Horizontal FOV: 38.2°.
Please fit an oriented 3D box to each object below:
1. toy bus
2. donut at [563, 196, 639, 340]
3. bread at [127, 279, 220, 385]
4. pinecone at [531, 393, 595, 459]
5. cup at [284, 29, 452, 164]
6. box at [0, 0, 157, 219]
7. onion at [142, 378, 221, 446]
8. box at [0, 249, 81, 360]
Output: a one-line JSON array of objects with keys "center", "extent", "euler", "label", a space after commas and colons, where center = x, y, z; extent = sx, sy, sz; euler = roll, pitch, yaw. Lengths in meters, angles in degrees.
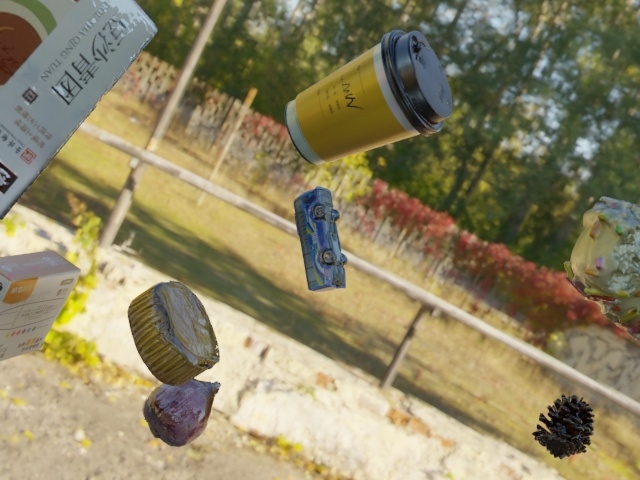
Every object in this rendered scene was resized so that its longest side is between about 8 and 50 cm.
[{"center": [0.000, 0.000, 1.362], "extent": [0.061, 0.153, 0.051], "euler": [-17, -14, 26], "label": "toy bus"}, {"center": [0.536, 0.091, 1.407], "extent": [0.371, 0.150, 0.307], "euler": [37, 2, 5], "label": "donut"}, {"center": [-0.287, 0.181, 1.779], "extent": [0.199, 0.104, 0.199], "euler": [50, 18, -24], "label": "bread"}, {"center": [0.415, 0.314, 1.551], "extent": [0.102, 0.109, 0.102], "euler": [40, -23, 21], "label": "pinecone"}, {"center": [0.085, -0.242, 1.644], "extent": [0.196, 0.279, 0.196], "euler": [41, 38, -41], "label": "cup"}, {"center": [-0.448, -0.280, 1.138], "extent": [0.122, 0.344, 0.385], "euler": [13, -28, 47], "label": "box"}, {"center": [-0.309, 0.377, 2.114], "extent": [0.159, 0.195, 0.159], "euler": [41, -26, 26], "label": "onion"}, {"center": [-0.629, 0.137, 1.872], "extent": [0.091, 0.221, 0.274], "euler": [32, 13, 12], "label": "box"}]
